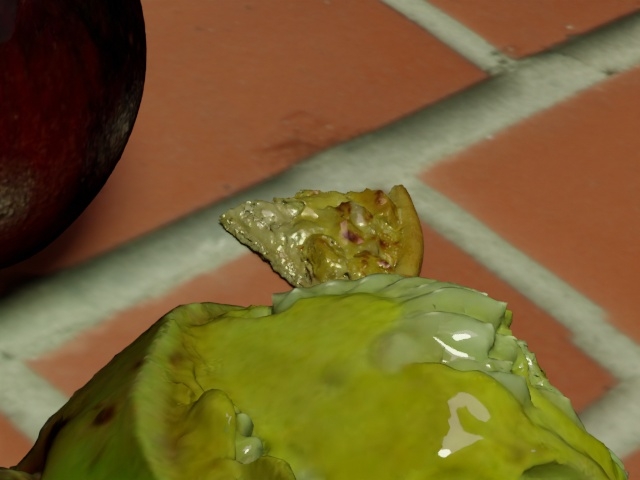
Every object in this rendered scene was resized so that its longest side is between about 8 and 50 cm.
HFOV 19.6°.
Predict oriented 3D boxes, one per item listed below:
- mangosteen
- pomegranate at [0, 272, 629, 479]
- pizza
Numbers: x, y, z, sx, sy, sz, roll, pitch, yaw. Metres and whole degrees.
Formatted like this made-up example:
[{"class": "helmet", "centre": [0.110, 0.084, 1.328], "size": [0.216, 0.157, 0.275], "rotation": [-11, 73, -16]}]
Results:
[{"class": "mangosteen", "centre": [-0.190, -0.115, 0.837], "size": [0.236, 0.261, 0.235], "rotation": [9, 40, -7]}, {"class": "pomegranate", "centre": [0.030, 0.160, 0.616], "size": [0.341, 0.260, 0.260], "rotation": [43, 35, -13]}, {"class": "pizza", "centre": [0.000, 0.000, 0.958], "size": [0.109, 0.026, 0.123], "rotation": [14, 38, 0]}]
